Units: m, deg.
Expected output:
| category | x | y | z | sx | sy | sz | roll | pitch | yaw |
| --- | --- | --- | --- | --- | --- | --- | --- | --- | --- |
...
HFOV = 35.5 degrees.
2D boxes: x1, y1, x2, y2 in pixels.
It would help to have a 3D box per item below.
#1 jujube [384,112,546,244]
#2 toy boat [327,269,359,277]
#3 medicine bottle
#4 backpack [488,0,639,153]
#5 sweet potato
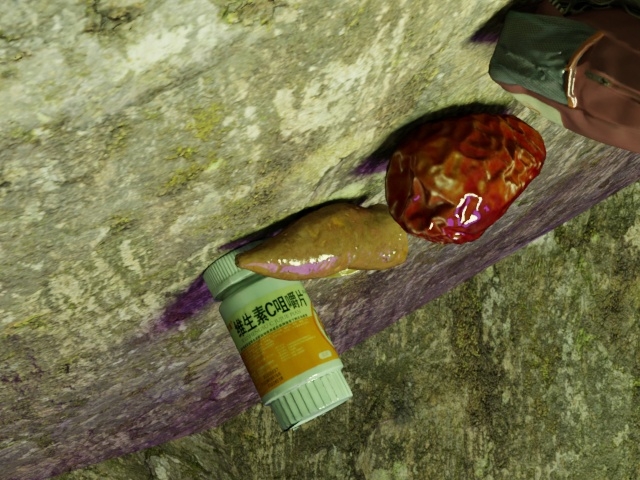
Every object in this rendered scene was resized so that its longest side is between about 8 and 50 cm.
| category | x | y | z | sx | sy | sz | roll | pitch | yaw |
| --- | --- | --- | --- | --- | --- | --- | --- | --- | --- |
| jujube | 0.252 | -0.117 | 1.656 | 0.342 | 0.216 | 0.216 | -22 | 167 | -49 |
| toy boat | 0.076 | 0.032 | 2.144 | 0.172 | 0.065 | 0.066 | -26 | -170 | -6 |
| medicine bottle | -0.073 | 0.168 | 1.774 | 0.158 | 0.318 | 0.158 | -26 | 168 | -6 |
| backpack | 0.419 | -0.221 | 1.333 | 0.283 | 0.317 | 0.197 | -14 | 125 | -51 |
| sweet potato | 0.002 | 0.002 | 1.742 | 0.337 | 0.131 | 0.131 | -6 | 156 | -36 |
